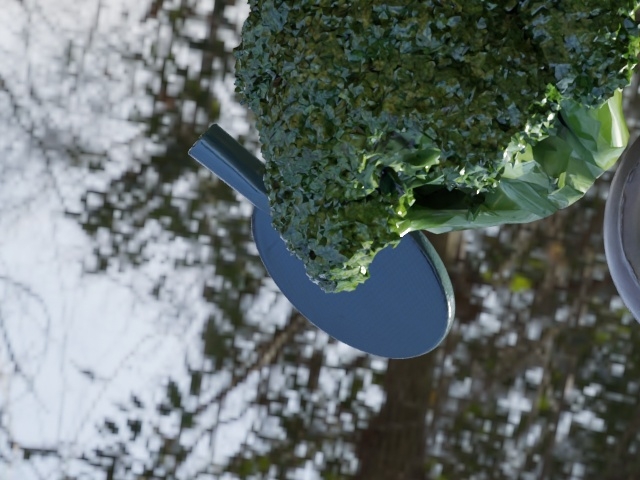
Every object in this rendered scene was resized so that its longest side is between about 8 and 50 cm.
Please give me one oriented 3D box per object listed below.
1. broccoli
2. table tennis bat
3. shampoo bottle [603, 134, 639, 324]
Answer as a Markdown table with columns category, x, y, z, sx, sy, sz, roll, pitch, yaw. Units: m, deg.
| category | x | y | z | sx | sy | sz | roll | pitch | yaw |
| --- | --- | --- | --- | --- | --- | --- | --- | --- | --- |
| broccoli | 0.096 | -0.152 | 1.139 | 0.310 | 0.413 | 0.321 | 35 | 177 | 19 |
| table tennis bat | 0.000 | 0.000 | 1.578 | 0.329 | 0.215 | 0.044 | 41 | -129 | -3 |
| shampoo bottle | 0.415 | -0.006 | 1.442 | 0.273 | 0.273 | 0.266 | 15 | -178 | 25 |
